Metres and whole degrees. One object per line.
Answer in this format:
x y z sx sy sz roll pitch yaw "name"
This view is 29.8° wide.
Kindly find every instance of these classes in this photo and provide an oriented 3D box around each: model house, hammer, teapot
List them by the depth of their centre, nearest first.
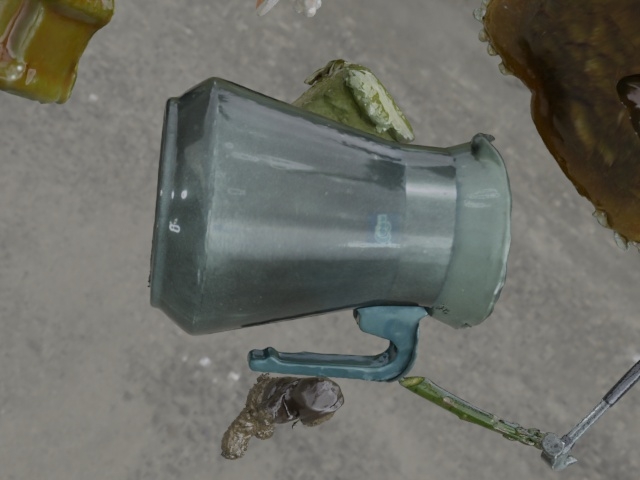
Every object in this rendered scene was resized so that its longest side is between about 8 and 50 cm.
0.000 0.000 0.810 0.225 0.203 0.171 6 24 -8 "teapot"
-0.302 -0.274 1.061 0.268 0.239 0.173 20 18 -40 "model house"
0.364 0.191 1.483 0.029 0.246 0.103 43 -11 27 "hammer"

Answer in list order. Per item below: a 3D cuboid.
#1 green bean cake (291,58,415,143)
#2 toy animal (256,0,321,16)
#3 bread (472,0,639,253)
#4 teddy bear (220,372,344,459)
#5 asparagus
-0.018 -0.087 1.356 0.124 0.236 0.233 49 3 -12 "green bean cake"
-0.035 -0.429 1.723 0.141 0.282 0.138 -18 79 -23 "toy animal"
0.220 -0.115 0.742 0.110 0.192 0.209 -15 74 -57 "bread"
-0.044 0.182 1.350 0.119 0.160 0.078 -18 83 -53 "teddy bear"
0.209 0.226 1.554 0.236 0.027 0.034 23 49 4 "asparagus"
